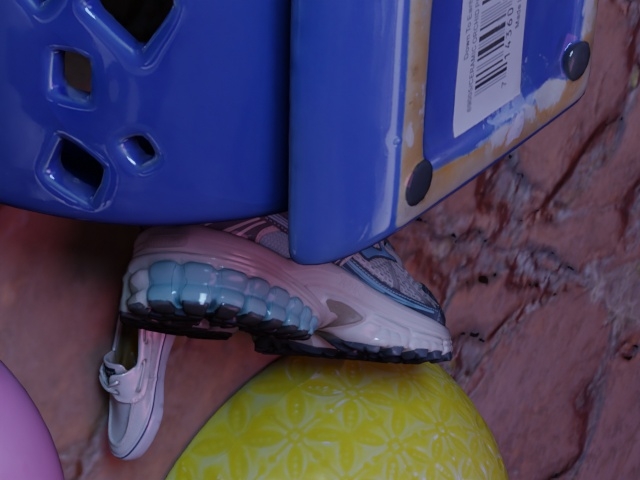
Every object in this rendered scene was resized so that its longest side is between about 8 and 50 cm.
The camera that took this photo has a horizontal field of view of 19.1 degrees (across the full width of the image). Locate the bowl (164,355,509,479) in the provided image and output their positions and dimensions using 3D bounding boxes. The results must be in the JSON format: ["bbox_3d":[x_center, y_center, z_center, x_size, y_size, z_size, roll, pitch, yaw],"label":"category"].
[{"bbox_3d":[0.032,0.215,1.155,0.289,0.156,0.289,-28,132,-37],"label":"bowl"}]

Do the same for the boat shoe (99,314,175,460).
[{"bbox_3d":[-0.101,0.068,1.002,0.035,0.035,0.100,4,106,-44],"label":"boat shoe"}]

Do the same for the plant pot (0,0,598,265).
[{"bbox_3d":[-0.008,-0.133,0.806,0.236,0.212,0.236,-34,136,-47],"label":"plant pot"}]

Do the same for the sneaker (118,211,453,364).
[{"bbox_3d":[0.000,0.000,1.018,0.283,0.110,0.122,21,73,-64],"label":"sneaker"}]

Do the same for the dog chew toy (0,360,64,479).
[{"bbox_3d":[-0.212,0.044,0.728,0.206,0.206,0.332,-27,123,-38],"label":"dog chew toy"}]
